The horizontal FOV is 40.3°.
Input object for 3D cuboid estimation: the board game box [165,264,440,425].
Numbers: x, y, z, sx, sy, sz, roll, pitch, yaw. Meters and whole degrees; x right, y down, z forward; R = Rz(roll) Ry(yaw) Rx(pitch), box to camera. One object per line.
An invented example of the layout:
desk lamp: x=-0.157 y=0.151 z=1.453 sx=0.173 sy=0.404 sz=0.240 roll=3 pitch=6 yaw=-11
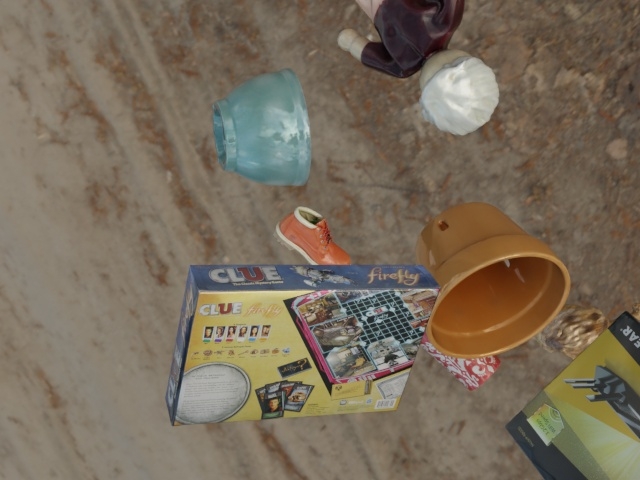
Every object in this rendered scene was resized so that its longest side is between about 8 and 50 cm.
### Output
board game box: x=-0.018 y=0.101 z=0.854 sx=0.042 sy=0.243 sz=0.165 roll=-120 pitch=38 yaw=-50

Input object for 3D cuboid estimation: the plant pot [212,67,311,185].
plant pot: x=-0.156 y=-0.266 z=2.143 sx=0.293 sy=0.196 sz=0.293 roll=171 pitch=90 yaw=-74

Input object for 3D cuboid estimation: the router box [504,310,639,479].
router box: x=0.428 y=0.284 z=1.148 sx=0.243 sy=0.081 sz=0.309 roll=-48 pitch=45 yaw=13

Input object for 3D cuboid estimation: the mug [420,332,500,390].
mug: x=0.299 y=0.215 z=1.834 sx=0.169 sy=0.113 sz=0.150 roll=46 pitch=122 yaw=4

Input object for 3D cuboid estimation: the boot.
boot: x=0.000 y=0.000 z=1.569 sx=0.157 sy=0.059 sz=0.084 roll=32 pitch=131 yaw=-14

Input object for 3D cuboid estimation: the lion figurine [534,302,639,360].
lion figurine: x=0.683 y=0.301 z=2.026 sx=0.392 sy=0.240 sz=0.142 roll=59 pitch=161 yaw=18

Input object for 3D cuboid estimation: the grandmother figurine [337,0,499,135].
grandmother figurine: x=0.098 y=-0.273 z=0.999 sx=0.343 sy=0.104 sz=0.208 roll=63 pitch=150 yaw=15

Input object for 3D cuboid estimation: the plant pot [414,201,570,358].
plant pot: x=0.312 y=0.062 z=1.713 sx=0.204 sy=0.290 sz=0.291 roll=-110 pitch=26 yaw=-43
